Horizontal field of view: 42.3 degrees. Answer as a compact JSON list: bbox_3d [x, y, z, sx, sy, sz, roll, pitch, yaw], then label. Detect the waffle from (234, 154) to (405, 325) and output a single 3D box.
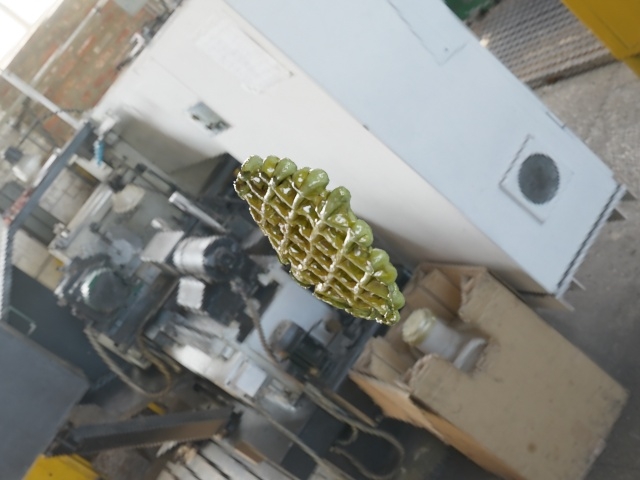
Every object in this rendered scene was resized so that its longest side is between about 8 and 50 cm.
[{"bbox_3d":[0.000,0.000,0.741,0.169,0.183,0.036,21,59,44],"label":"waffle"}]
